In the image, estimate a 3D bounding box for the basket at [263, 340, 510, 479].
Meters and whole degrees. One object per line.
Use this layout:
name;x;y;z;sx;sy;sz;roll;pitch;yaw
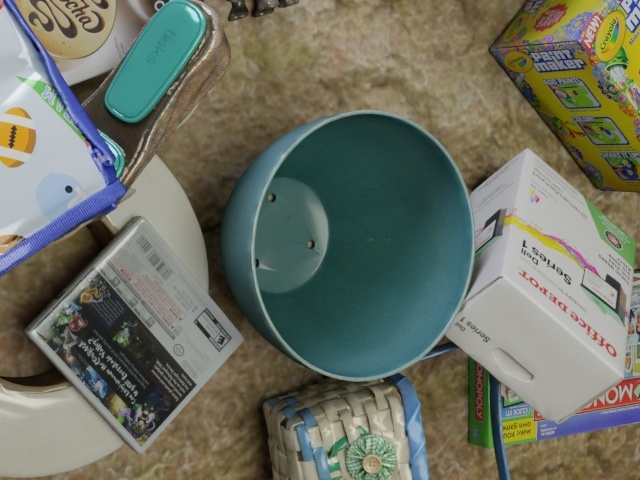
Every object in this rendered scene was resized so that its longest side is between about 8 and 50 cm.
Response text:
basket;0.090;0.263;1.631;0.289;0.201;0.255;-13;101;-22

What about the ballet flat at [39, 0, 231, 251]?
ballet flat;-0.198;-0.099;1.383;0.316;0.107;0.106;-47;160;0

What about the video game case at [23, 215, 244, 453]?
video game case;-0.192;0.100;1.460;0.173;0.022;0.190;-48;118;-21

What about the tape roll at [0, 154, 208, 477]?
tape roll;-0.302;0.051;1.441;0.392;0.072;0.392;-4;97;-33

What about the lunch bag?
lunch bag;-0.407;-0.074;1.200;0.385;0.239;0.328;-33;99;-4

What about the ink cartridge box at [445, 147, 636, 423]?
ink cartridge box;0.269;0.051;1.674;0.201;0.117;0.278;39;36;-13

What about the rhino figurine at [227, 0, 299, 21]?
rhino figurine;-0.086;-0.294;1.480;0.073;0.243;0.106;-16;97;13

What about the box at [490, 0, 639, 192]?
box;0.428;-0.260;1.820;0.279;0.177;0.290;46;70;-26

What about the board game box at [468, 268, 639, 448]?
board game box;0.337;0.155;1.873;0.317;0.046;0.214;-4;95;-32

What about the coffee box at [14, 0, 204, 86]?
coffee box;-0.279;-0.241;1.400;0.297;0.119;0.168;-26;108;-28

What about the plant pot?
plant pot;0.000;0.000;1.554;0.290;0.195;0.290;-3;96;-33
